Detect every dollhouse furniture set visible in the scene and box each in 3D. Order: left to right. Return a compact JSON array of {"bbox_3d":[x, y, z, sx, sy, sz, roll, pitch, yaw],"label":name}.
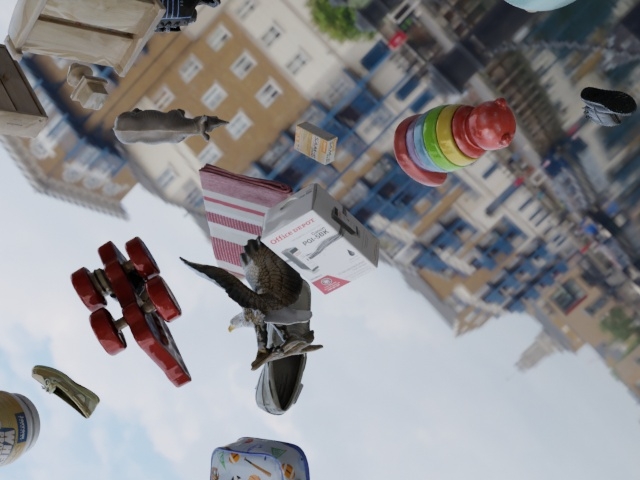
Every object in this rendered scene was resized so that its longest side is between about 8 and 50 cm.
[{"bbox_3d":[-0.424,-0.341,1.324,0.303,0.355,0.174,0,-132,-52],"label":"dollhouse furniture set"}]

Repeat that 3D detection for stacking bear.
[{"bbox_3d":[0.317,-0.237,2.057,0.164,0.289,0.175,4,-101,-38],"label":"stacking bear"}]

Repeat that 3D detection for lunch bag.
[{"bbox_3d":[-0.120,0.581,1.951,0.115,0.243,0.303,-7,-87,-53],"label":"lunch bag"}]

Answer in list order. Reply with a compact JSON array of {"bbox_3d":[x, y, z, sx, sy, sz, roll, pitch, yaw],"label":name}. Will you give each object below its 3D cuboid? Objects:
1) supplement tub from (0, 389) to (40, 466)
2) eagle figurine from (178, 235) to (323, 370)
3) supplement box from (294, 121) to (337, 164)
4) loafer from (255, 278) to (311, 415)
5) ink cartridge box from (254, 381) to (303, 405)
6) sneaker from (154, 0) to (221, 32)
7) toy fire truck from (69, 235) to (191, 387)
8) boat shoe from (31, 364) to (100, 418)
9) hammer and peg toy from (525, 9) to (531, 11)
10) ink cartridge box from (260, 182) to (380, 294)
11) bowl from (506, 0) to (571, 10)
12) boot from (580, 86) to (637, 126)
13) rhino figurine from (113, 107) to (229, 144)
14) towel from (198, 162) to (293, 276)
[{"bbox_3d":[-0.622,0.350,1.668,0.144,0.144,0.199,48,-168,14],"label":"supplement tub"},{"bbox_3d":[-0.143,0.118,1.923,0.298,0.225,0.226,66,-172,14],"label":"eagle figurine"},{"bbox_3d":[-0.012,-0.221,2.070,0.098,0.062,0.036,30,-141,31],"label":"supplement box"},{"bbox_3d":[-0.070,0.238,2.078,0.112,0.319,0.111,13,170,-26],"label":"loafer"},{"bbox_3d":[-0.121,0.434,2.708,0.122,0.052,0.088,36,-141,-5],"label":"ink cartridge box"},{"bbox_3d":[-0.265,-0.374,1.494,0.090,0.232,0.081,56,157,-13],"label":"sneaker"},{"bbox_3d":[-0.386,0.153,1.956,0.302,0.169,0.254,55,173,38],"label":"toy fire truck"},{"bbox_3d":[-0.525,0.306,1.857,0.153,0.056,0.048,34,-128,-9],"label":"boat shoe"},{"bbox_3d":[0.551,-0.715,2.200,0.266,0.361,0.127,32,-134,-9],"label":"hammer and peg toy"},{"bbox_3d":[0.000,0.000,1.230,0.135,0.099,0.056,41,-143,-29],"label":"ink cartridge box"},{"bbox_3d":[0.444,-0.576,1.655,0.311,0.311,0.163,41,179,-22],"label":"bowl"},{"bbox_3d":[0.566,-0.253,1.783,0.121,0.045,0.099,24,171,35],"label":"boot"},{"bbox_3d":[-0.305,-0.232,1.861,0.106,0.243,0.073,-77,-14,-76],"label":"rhino figurine"},{"bbox_3d":[-0.159,-0.026,2.158,0.237,0.037,0.329,17,137,20],"label":"towel"}]
